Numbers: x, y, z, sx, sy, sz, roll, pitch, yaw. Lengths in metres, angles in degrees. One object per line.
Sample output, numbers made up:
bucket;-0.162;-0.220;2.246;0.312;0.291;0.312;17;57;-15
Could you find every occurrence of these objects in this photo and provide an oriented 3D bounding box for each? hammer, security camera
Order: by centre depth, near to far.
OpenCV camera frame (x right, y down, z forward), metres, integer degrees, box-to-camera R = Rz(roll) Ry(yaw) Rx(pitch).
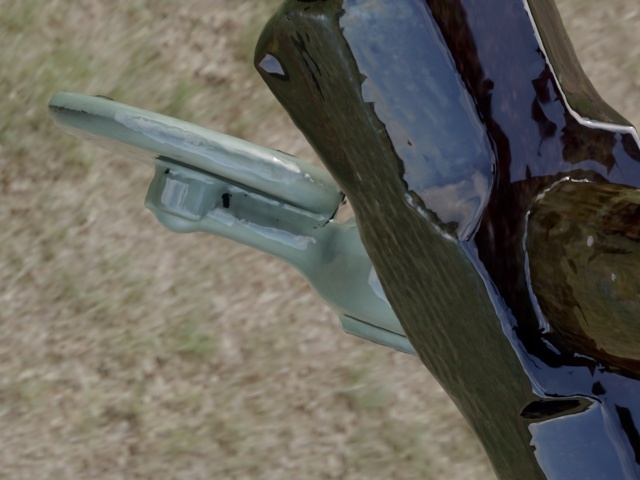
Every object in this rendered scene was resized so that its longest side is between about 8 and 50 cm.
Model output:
hammer;0.134;0.024;0.536;0.095;0.409;0.242;-34;111;-17
security camera;0.000;0.000;0.952;0.301;0.157;0.080;20;89;-2
